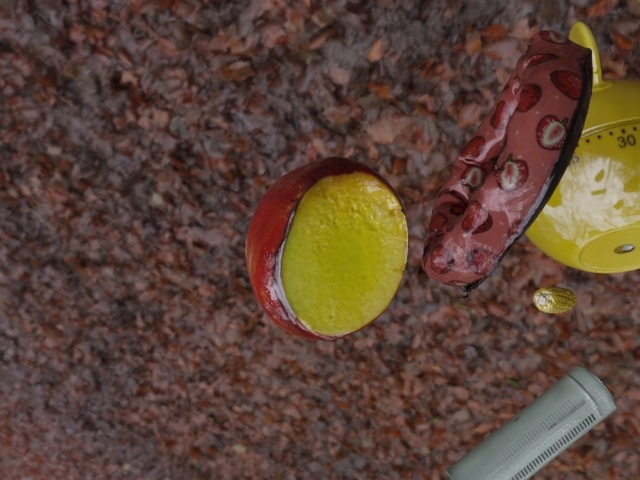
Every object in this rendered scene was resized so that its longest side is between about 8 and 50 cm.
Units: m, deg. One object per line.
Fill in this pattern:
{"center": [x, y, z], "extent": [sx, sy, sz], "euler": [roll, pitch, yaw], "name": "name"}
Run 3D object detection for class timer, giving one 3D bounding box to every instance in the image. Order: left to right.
{"center": [0.495, -0.150, 1.240], "extent": [0.376, 0.387, 0.376], "euler": [-4, 151, -2], "name": "timer"}

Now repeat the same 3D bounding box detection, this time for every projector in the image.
{"center": [0.398, 0.378, 1.331], "extent": [0.108, 0.337, 0.108], "euler": [52, 179, 1], "name": "projector"}

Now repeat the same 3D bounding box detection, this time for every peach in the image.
{"center": [0.000, 0.000, 1.085], "extent": [0.245, 0.248, 0.275], "euler": [23, 111, 35], "name": "peach"}

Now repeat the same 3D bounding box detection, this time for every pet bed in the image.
{"center": [0.132, -0.053, 0.509], "extent": [0.053, 0.201, 0.201], "euler": [25, 144, 1], "name": "pet bed"}

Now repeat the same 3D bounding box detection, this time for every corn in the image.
{"center": [0.583, 0.146, 1.736], "extent": [0.067, 0.067, 0.206], "euler": [-7, 171, 35], "name": "corn"}

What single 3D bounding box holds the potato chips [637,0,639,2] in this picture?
{"center": [0.617, -0.424, 0.921], "extent": [0.406, 0.080, 0.057], "euler": [-17, 149, 15], "name": "potato chips"}
